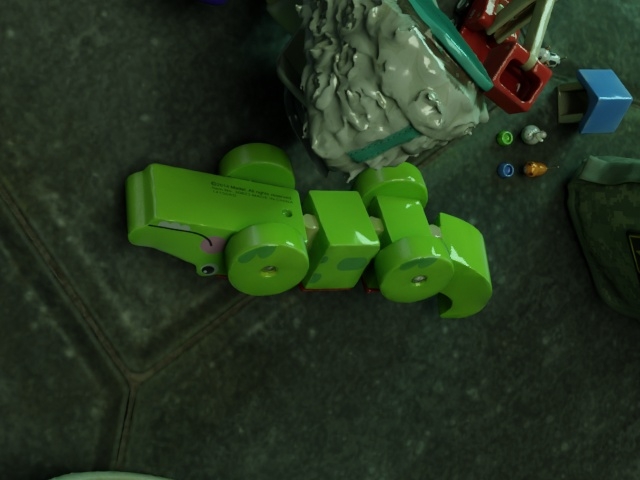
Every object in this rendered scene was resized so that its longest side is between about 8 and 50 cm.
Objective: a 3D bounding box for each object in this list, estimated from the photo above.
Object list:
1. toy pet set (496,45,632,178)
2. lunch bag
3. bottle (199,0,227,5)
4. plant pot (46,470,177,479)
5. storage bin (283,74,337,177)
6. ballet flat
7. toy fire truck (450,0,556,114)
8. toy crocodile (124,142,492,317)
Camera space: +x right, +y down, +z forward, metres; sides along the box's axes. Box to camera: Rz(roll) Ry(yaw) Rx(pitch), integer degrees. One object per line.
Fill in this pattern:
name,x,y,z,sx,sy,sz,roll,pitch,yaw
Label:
toy pet set,0.232,-0.122,1.069,0.114,0.065,0.122,-4,94,-27
lunch bag,0.387,0.022,1.056,0.287,0.235,0.169,36,78,-23
bottle,-0.170,-0.286,0.828,0.282,0.118,0.092,28,120,-27
plant pot,-0.103,0.376,0.796,0.333,0.334,0.306,21,93,-26
storage bin,0.034,-0.122,0.914,0.135,0.091,0.098,-83,150,-50
ballet flat,0.012,-0.186,0.837,0.146,0.409,0.147,-4,127,-5
toy fire truck,0.170,-0.202,0.996,0.047,0.135,0.192,32,77,-24
toy crocodile,0.000,0.000,0.940,0.340,0.105,0.115,6,47,-26
